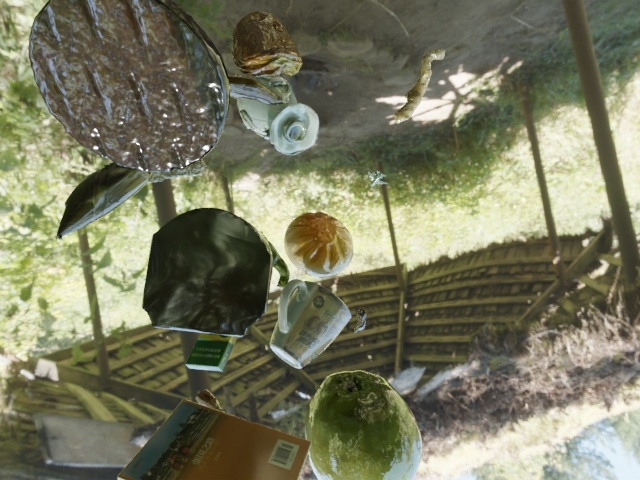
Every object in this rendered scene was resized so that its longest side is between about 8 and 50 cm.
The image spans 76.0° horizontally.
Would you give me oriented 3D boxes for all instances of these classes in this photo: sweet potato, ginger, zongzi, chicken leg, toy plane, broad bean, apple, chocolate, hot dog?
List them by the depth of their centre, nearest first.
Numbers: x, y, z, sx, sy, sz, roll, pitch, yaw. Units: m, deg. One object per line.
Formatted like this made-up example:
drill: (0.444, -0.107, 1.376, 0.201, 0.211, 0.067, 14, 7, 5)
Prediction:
zongzi: (-0.587, -0.121, 1.108, 0.221, 0.112, 0.242, -22, -145, 19)
chocolate: (-0.276, 0.089, 1.150, 0.314, 0.326, 0.297, 4, 171, 2)
hot dog: (-0.154, -0.556, 1.200, 0.196, 0.272, 0.122, -10, 145, -19)
sweet potato: (-0.230, -0.488, 1.323, 0.243, 0.077, 0.077, -2, 175, -39)
sweet potato: (-0.355, 0.539, 1.347, 0.117, 0.049, 0.049, 34, -169, 10)
broad bean: (-0.168, 0.065, 1.450, 0.070, 0.214, 0.048, -27, -179, -15)
ginger: (0.350, -0.550, 1.464, 0.075, 0.288, 0.089, 21, -167, -23)
toy plane: (0.203, -0.222, 1.481, 0.080, 0.033, 0.083, 28, 145, -8)
apple: (0.154, 0.747, 1.590, 0.473, 0.474, 0.473, -10, -179, 0)
chicken leg: (0.166, 0.345, 1.730, 0.037, 0.145, 0.062, -17, -144, -31)

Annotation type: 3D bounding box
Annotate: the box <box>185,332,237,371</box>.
box: (-0.322, 0.299, 1.307, 0.132, 0.034, 0.235, -5, -135, 25)

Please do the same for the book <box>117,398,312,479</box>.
book: (-0.232, 0.520, 0.971, 0.374, 0.028, 0.262, 13, -159, 12)

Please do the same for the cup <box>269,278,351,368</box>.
cup: (-0.063, 0.280, 1.417, 0.227, 0.301, 0.257, 11, -128, 41)

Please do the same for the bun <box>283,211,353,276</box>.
bun: (0.000, 0.000, 1.654, 0.299, 0.299, 0.165, -10, 147, -22)

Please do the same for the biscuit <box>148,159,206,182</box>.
biscuit: (-0.640, -0.339, 1.791, 0.289, 0.141, 0.038, -18, -164, -37)

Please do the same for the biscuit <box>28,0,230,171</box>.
biscuit: (-0.400, -0.341, 0.898, 0.407, 0.407, 0.091, -10, -141, 6)

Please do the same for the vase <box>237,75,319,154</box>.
vase: (-0.172, -0.496, 1.588, 0.250, 0.250, 0.445, -11, -143, -23)
